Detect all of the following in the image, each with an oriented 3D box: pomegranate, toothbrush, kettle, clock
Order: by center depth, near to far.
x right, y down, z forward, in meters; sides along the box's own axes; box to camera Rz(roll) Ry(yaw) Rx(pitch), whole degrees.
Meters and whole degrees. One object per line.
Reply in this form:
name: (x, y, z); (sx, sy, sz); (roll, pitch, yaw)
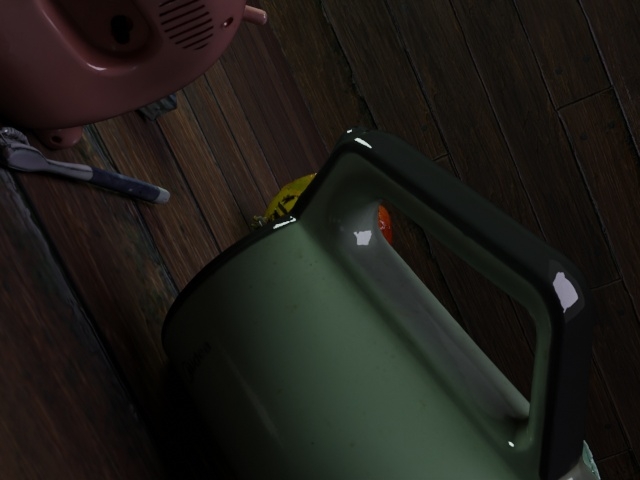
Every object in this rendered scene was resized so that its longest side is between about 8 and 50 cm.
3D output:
clock: (-0.162, -0.195, 0.568); (0.227, 0.241, 0.142); (57, 16, -51)
kettle: (0.071, 0.135, 0.601); (0.250, 0.361, 0.376); (-15, 58, -42)
toothbrush: (-0.202, -0.058, 0.681); (0.026, 0.024, 0.288); (54, 8, 11)
pomegranate: (0.000, 0.000, 1.147); (0.235, 0.210, 0.210); (6, 58, -52)

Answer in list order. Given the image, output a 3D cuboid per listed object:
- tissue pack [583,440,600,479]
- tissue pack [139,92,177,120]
tissue pack: (0.238, 0.453, 0.970); (0.405, 0.332, 0.205); (57, 11, -44)
tissue pack: (-0.224, -0.236, 0.902); (0.112, 0.051, 0.156); (51, 18, -56)
